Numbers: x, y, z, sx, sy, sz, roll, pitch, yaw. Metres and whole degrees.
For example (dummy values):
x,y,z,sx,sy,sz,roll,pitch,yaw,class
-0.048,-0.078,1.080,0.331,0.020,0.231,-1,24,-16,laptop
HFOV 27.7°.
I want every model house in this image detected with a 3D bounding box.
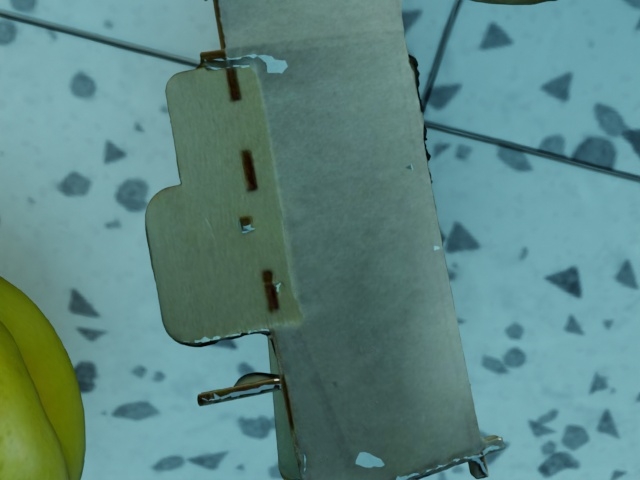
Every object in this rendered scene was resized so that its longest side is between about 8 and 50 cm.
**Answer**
x,y,z,sx,sy,sz,roll,pitch,yaw,class
0.000,0.000,0.802,0.169,0.244,0.326,-11,86,4,model house

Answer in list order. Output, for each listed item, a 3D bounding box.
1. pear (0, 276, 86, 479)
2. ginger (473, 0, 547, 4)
x,y,z,sx,sy,sz,roll,pitch,yaw,class
-0.350,0.157,0.799,0.418,0.362,0.362,-24,116,5,pear
0.205,-0.193,0.709,0.304,0.155,0.244,15,150,-14,ginger
